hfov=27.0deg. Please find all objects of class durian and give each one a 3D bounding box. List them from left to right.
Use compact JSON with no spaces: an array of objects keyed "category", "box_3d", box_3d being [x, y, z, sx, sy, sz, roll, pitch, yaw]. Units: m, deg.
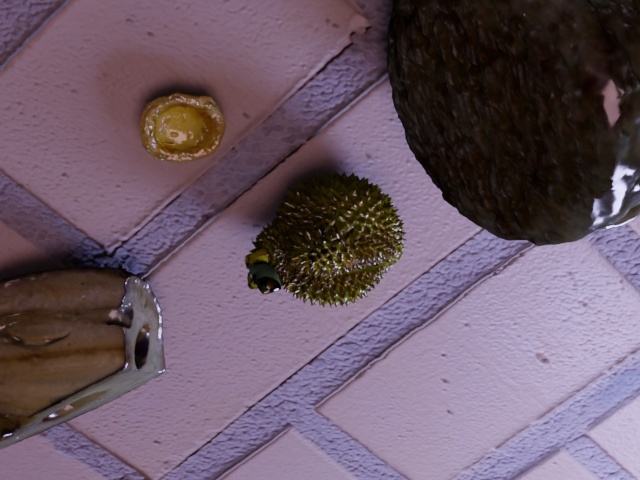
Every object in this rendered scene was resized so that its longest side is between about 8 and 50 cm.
[{"category":"durian","box_3d":[0.009,0.001,1.646,0.198,0.146,0.159,-31,139,19]}]

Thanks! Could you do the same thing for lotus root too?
[{"category":"lotus root","box_3d":[-0.351,0.147,1.700,0.314,0.142,0.210,-15,88,7]}]

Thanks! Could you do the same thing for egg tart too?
[{"category":"egg tart","box_3d":[-0.165,-0.138,1.580,0.105,0.039,0.105,-4,125,-6]}]

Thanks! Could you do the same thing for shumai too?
[{"category":"shumai","box_3d":[0.297,-0.208,1.471,0.348,0.395,0.395,-30,128,-20]}]
